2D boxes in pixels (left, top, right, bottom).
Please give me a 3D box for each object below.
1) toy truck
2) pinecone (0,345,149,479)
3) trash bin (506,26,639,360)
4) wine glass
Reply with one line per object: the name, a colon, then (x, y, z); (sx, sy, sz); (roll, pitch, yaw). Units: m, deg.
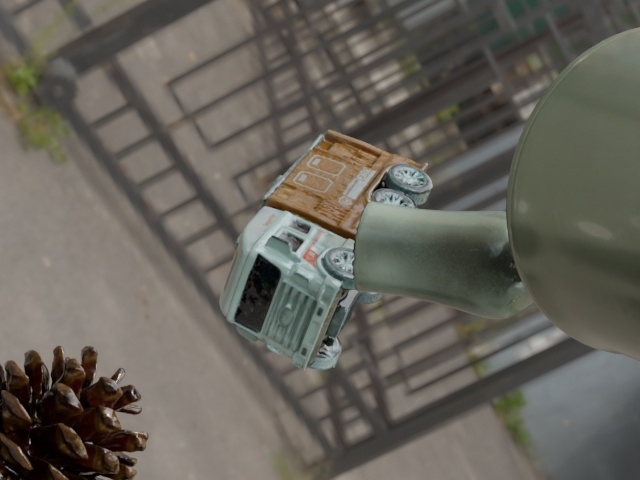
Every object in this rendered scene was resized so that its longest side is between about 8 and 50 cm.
toy truck: (0.000, 0.000, 1.717); (0.162, 0.136, 0.305); (26, 34, 8)
pinecone: (-0.255, 0.187, 1.467); (0.208, 0.207, 0.208); (59, 12, -21)
trash bin: (0.337, -0.010, 1.191); (0.280, 0.280, 0.432); (58, -13, -23)
wine glass: (0.149, 0.021, 1.460); (0.103, 0.231, 0.103); (7, 90, -78)
